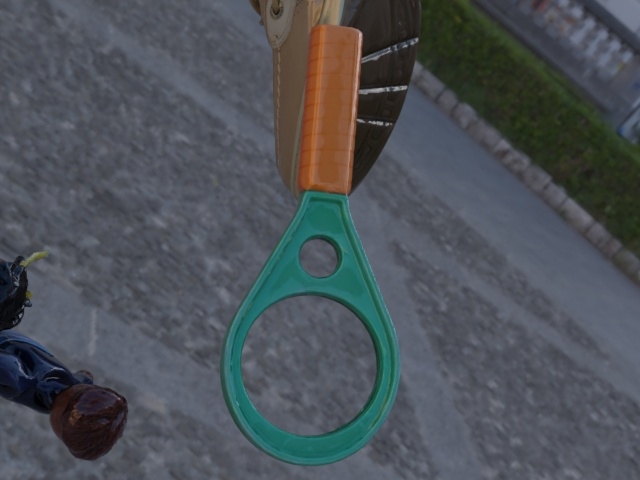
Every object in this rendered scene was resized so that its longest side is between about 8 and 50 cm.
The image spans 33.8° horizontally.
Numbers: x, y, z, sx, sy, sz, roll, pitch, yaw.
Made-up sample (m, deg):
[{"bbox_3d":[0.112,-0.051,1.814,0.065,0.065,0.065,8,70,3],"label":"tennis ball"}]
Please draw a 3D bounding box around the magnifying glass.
[{"bbox_3d":[0.000,0.000,0.550,0.092,0.231,0.026,6,-12,-9],"label":"magnifying glass"}]

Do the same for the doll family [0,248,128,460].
[{"bbox_3d":[-0.132,0.021,0.319,0.111,0.076,0.193,20,6,30],"label":"doll family"}]

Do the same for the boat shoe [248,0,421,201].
[{"bbox_3d":[0.007,-0.196,0.806,0.110,0.341,0.121,19,16,31],"label":"boat shoe"}]
